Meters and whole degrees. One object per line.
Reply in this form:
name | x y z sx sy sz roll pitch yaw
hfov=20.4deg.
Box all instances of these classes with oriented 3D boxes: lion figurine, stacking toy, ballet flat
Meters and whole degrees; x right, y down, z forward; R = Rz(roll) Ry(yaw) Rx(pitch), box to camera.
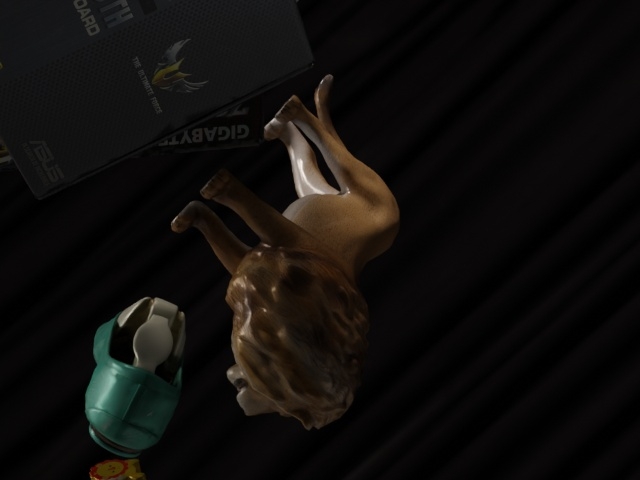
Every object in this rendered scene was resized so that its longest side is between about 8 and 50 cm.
lion figurine | 0.000 0.000 1.757 0.240 0.142 0.392 43 45 -4
stacking toy | -0.154 0.313 1.587 0.221 0.052 0.167 -134 -147 -64
ballet flat | -0.143 0.096 1.473 0.083 0.087 0.247 28 13 -10

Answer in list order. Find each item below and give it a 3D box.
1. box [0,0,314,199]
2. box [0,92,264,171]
box | -0.117 -0.144 0.954 0.059 0.183 0.233 59 -7 37
box | -0.243 -0.136 1.610 0.295 0.073 0.293 -8 19 -28
